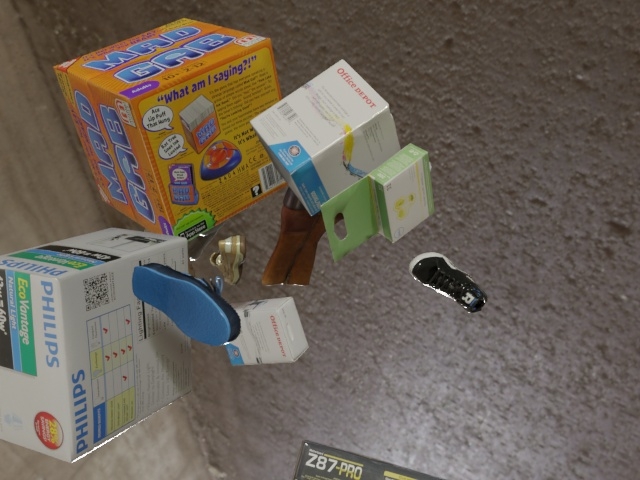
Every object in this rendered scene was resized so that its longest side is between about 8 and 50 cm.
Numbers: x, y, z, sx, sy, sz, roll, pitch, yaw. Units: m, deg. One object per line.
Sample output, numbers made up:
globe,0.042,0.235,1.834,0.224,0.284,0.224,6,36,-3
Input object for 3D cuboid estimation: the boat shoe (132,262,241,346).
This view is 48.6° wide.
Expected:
boat shoe,-0.214,0.090,1.197,0.258,0.089,0.109,31,113,35

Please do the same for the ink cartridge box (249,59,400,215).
ink cartridge box,0.016,-0.206,1.429,0.171,0.233,0.168,54,176,32

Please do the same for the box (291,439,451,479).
box,0.113,0.573,1.298,0.395,0.318,0.097,15,168,0

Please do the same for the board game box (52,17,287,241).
board game box,-0.324,-0.266,1.638,0.356,0.357,0.356,27,139,42

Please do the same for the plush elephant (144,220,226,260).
plush elephant,-0.399,-0.142,2.103,0.255,0.330,0.272,52,-169,21

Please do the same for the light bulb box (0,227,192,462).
light bulb box,-0.454,0.184,1.418,0.225,0.361,0.357,6,104,27

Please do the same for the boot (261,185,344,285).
boot,0.000,0.000,1.814,0.096,0.264,0.280,41,124,45

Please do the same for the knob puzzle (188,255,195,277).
knob puzzle,-0.396,0.122,2.064,0.213,0.030,0.213,15,109,53

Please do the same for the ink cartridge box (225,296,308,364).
ink cartridge box,-0.142,0.220,1.709,0.191,0.082,0.139,-9,104,31

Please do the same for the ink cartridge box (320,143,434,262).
ink cartridge box,0.119,-0.062,1.403,0.056,0.235,0.171,37,155,38

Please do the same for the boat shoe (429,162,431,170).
boat shoe,0.149,-0.129,1.654,0.076,0.229,0.080,79,167,-54

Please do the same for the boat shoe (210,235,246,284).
boat shoe,-0.210,0.042,1.578,0.072,0.068,0.190,0,149,-13

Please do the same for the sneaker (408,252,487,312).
sneaker,0.309,0.102,1.632,0.217,0.079,0.121,22,-162,-37
